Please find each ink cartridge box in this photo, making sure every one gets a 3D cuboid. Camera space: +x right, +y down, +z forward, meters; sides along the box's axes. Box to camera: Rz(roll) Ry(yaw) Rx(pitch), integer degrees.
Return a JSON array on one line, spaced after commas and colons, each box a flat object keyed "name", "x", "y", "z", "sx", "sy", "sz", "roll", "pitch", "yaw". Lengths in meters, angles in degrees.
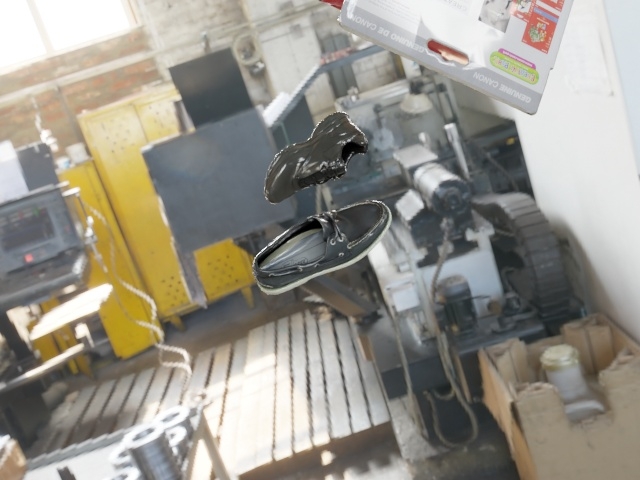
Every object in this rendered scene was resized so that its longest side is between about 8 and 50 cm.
[{"name": "ink cartridge box", "x": 0.170, "y": -0.334, "z": 0.985, "sx": 0.309, "sy": 0.272, "sz": 0.130, "roll": 20, "pitch": -6, "yaw": -18}]

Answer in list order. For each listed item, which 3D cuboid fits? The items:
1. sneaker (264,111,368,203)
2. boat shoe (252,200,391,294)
[{"name": "sneaker", "x": -0.010, "y": -0.181, "z": 1.750, "sx": 0.286, "sy": 0.130, "sz": 0.109, "roll": -42, "pitch": -28, "yaw": -5}, {"name": "boat shoe", "x": -0.002, "y": -0.003, "z": 1.630, "sx": 0.340, "sy": 0.127, "sz": 0.113, "roll": -25, "pitch": -30, "yaw": 2}]
